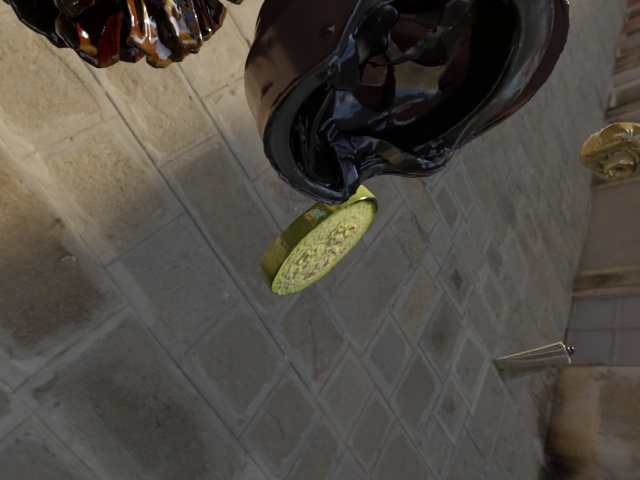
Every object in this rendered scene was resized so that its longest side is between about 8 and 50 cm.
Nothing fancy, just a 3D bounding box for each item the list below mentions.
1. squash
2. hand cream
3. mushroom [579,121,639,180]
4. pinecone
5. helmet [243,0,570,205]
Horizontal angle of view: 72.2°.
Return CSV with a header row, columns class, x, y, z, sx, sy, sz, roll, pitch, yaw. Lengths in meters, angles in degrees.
class,x,y,z,sx,sy,sz,roll,pitch,yaw
squash,0.000,0.000,0.795,0.252,0.252,0.049,-20,61,-47
hand cream,0.532,0.299,1.090,0.087,0.186,0.054,58,21,-25
mushroom,0.634,-0.187,0.931,0.148,0.148,0.112,41,60,-32
pinecone,-0.288,-0.429,0.617,0.398,0.398,0.396,15,69,-43
helmet,0.069,-0.202,0.494,0.197,0.339,0.270,60,-9,29
